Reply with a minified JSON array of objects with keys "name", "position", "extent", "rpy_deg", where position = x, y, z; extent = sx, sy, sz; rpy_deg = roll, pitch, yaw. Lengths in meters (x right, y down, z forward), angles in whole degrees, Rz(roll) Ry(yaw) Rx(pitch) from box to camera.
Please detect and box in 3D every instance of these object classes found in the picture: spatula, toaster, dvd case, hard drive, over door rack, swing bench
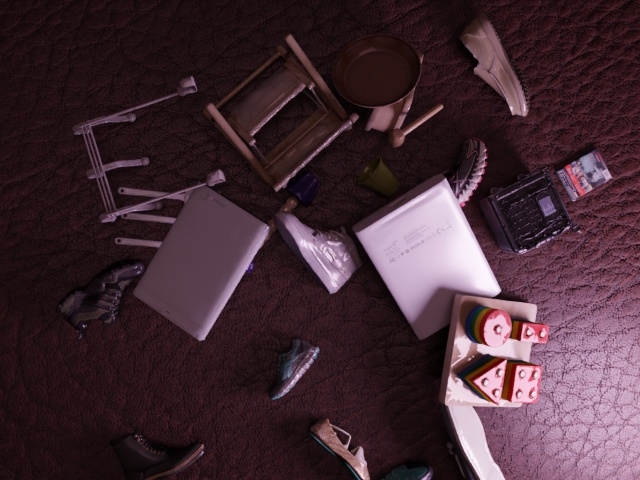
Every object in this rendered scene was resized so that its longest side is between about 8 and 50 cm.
[{"name":"spatula","position":[-0.364,-0.046,1.703],"extent":[0.241,0.019,0.168],"rpy_deg":[5,91,-5]},{"name":"toaster","position":[0.500,-0.063,1.736],"extent":[0.168,0.110,0.186],"rpy_deg":[-27,93,-4]},{"name":"dvd case","position":[0.661,-0.165,1.798],"extent":[0.119,0.013,0.087],"rpy_deg":[-31,93,-3]},{"name":"hard drive","position":[0.253,0.046,1.662],"extent":[0.233,0.047,0.353],"rpy_deg":[-32,119,2]},{"name":"over door rack","position":[-0.383,-0.198,1.637],"extent":[0.324,0.108,0.240],"rpy_deg":[-18,89,14]},{"name":"hard drive","position":[-0.275,0.046,1.656],"extent":[0.203,0.040,0.308],"rpy_deg":[32,94,13]},{"name":"swing bench","position":[-0.094,-0.287,1.656],"extent":[0.253,0.165,0.255],"rpy_deg":[-41,101,-4]}]

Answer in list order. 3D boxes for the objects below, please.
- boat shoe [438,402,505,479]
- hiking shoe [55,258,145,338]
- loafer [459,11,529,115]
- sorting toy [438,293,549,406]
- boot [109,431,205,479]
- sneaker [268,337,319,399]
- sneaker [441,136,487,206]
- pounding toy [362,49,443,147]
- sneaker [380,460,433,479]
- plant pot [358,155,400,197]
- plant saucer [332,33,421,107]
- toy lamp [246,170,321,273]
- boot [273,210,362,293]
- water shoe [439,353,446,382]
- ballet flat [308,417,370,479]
[{"name":"boat shoe","position":[0.347,0.515,1.727],"extent":[0.099,0.116,0.320],"rpy_deg":[-24,93,39]},{"name":"hiking shoe","position":[-0.494,0.131,1.671],"extent":[0.226,0.086,0.114],"rpy_deg":[-31,107,1]},{"name":"loafer","position":[0.423,-0.416,1.736],"extent":[0.092,0.102,0.269],"rpy_deg":[-23,101,29]},{"name":"sorting toy","position":[0.421,0.271,1.692],"extent":[0.255,0.089,0.257],"rpy_deg":[9,90,-31]},{"name":"boot","position":[-0.385,0.491,1.683],"extent":[0.197,0.077,0.137],"rpy_deg":[-29,88,-5]},{"name":"sneaker","position":[-0.078,0.305,1.720],"extent":[0.076,0.065,0.166],"rpy_deg":[38,84,12]},{"name":"sneaker","position":[0.297,-0.117,1.713],"extent":[0.112,0.121,0.299],"rpy_deg":[31,88,-3]},{"name":"pounding toy","position":[0.197,-0.320,1.697],"extent":[0.154,0.154,0.270],"rpy_deg":[18,70,-5]},{"name":"sneaker","position":[0.185,0.625,1.743],"extent":[0.223,0.083,0.098],"rpy_deg":[-31,114,0]},{"name":"plant pot","position":[0.147,-0.146,1.724],"extent":[0.079,0.083,0.083],"rpy_deg":[35,87,-17]},{"name":"plant saucer","position":[0.126,-0.372,1.605],"extent":[0.198,0.036,0.199],"rpy_deg":[-4,65,8]},{"name":"toy lamp","position":[-0.104,-0.049,1.697],"extent":[0.080,0.080,0.275],"rpy_deg":[41,86,-4]},{"name":"boot","position":[0.000,0.000,1.676],"extent":[0.123,0.095,0.258],"rpy_deg":[-42,124,-11]},{"name":"water shoe","position":[0.358,0.271,1.758],"extent":[0.080,0.073,0.203],"rpy_deg":[26,89,-31]},{"name":"ballet flat","position":[0.062,0.507,1.725],"extent":[0.206,0.073,0.067],"rpy_deg":[46,72,-8]}]
